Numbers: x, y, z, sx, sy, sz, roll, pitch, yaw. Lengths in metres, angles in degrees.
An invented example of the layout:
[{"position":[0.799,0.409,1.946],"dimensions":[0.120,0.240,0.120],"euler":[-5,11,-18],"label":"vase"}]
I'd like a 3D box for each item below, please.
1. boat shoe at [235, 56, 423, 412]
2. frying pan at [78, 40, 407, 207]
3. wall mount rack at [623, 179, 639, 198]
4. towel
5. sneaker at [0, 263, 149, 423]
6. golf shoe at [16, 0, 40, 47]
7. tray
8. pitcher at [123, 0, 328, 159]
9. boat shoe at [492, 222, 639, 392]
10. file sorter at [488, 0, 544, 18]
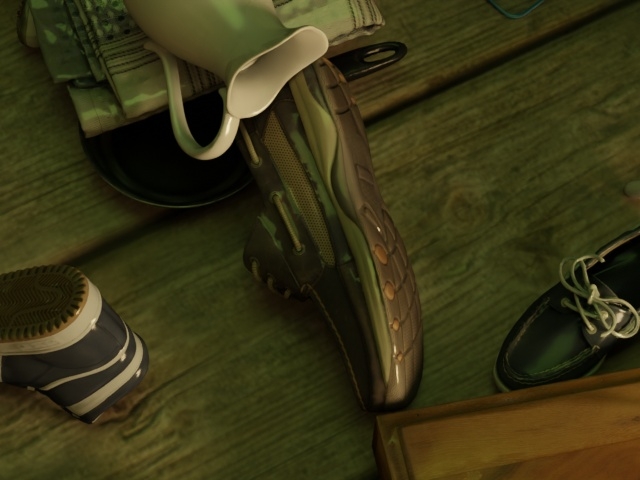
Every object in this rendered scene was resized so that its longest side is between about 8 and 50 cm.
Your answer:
[{"position":[0.000,0.000,1.697],"dimensions":[0.130,0.132,0.355],"euler":[-20,72,16],"label":"boat shoe"},{"position":[-0.094,-0.150,1.815],"dimensions":[0.326,0.053,0.197],"euler":[-39,70,-23],"label":"frying pan"},{"position":[0.483,-0.107,1.774],"dimensions":[0.304,0.130,0.350],"euler":[21,61,6],"label":"wall mount rack"},{"position":[-0.141,-0.285,1.794],"dimensions":[0.324,0.056,0.312],"euler":[-22,71,-2],"label":"towel"},{"position":[-0.288,0.096,1.654],"dimensions":[0.282,0.153,0.099],"euler":[-2,58,32],"label":"sneaker"},{"position":[-0.241,-0.265,1.868],"dimensions":[0.086,0.067,0.186],"euler":[28,63,14],"label":"golf shoe"},{"position":[0.269,0.220,1.603],"dimensions":[0.411,0.076,0.203],"euler":[-10,61,-7],"label":"tray"},{"position":[-0.114,-0.195,1.678],"dimensions":[0.178,0.125,0.207],"euler":[-50,64,19],"label":"pitcher"},{"position":[0.264,0.057,1.692],"dimensions":[0.254,0.079,0.095],"euler":[-32,66,-19],"label":"boat shoe"},{"position":[0.214,-0.331,1.863],"dimensions":[0.118,0.170,0.104],"euler":[-39,71,-21],"label":"file sorter"}]
